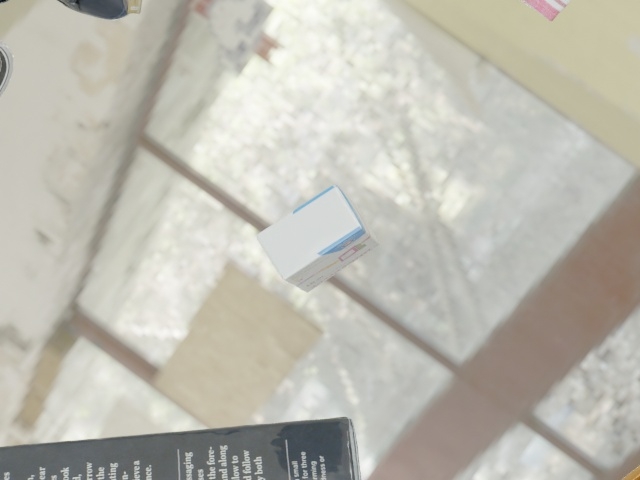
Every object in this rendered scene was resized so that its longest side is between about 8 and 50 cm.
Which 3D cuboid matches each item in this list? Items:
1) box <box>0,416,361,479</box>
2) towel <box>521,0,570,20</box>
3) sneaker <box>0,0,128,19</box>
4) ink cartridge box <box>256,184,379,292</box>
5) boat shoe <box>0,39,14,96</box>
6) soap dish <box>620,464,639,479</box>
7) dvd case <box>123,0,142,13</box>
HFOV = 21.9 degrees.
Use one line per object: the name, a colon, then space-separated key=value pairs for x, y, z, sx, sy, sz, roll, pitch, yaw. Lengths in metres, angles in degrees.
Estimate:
box: x=-0.150 y=0.352 z=1.658 sx=0.293 sy=0.395 sz=0.212 roll=88 pitch=177 yaw=-53
towel: x=0.318 y=-0.381 z=2.121 sx=0.197 sy=0.144 sz=0.029 roll=-47 pitch=42 yaw=22
sneaker: x=-0.317 y=-0.290 z=1.857 sx=0.086 sy=0.226 sz=0.163 roll=-50 pitch=18 yaw=29
ink cartridge box: x=0.000 y=0.000 z=1.547 sx=0.088 sy=0.052 sz=0.122 roll=-33 pitch=-10 yaw=5
boat shoe: x=-0.461 y=-0.155 z=1.961 sx=0.228 sy=0.080 sz=0.076 roll=-34 pitch=11 yaw=8
soap dish: x=0.465 y=0.306 z=1.916 sx=0.291 sy=0.118 sz=0.229 roll=-32 pitch=20 yaw=-28
dvd case: x=-0.173 y=-0.348 z=1.539 sx=0.164 sy=0.018 sz=0.221 roll=-111 pitch=26 yaw=-50
